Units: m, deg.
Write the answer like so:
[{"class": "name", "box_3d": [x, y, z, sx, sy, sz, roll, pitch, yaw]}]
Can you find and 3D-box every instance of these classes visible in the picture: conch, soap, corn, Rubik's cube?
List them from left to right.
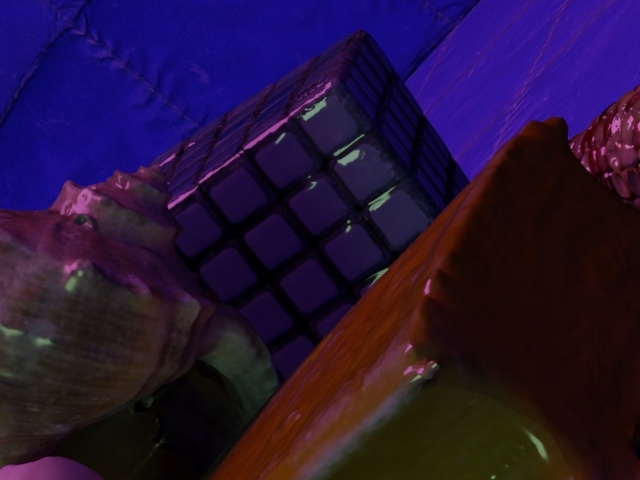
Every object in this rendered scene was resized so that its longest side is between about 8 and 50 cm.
[{"class": "conch", "box_3d": [-0.176, 0.101, 1.290, 0.352, 0.297, 0.210, -50, 35, 25]}, {"class": "Rubik's cube", "box_3d": [0.000, 0.000, 1.553, 0.237, 0.238, 0.237, -34, 13, 12]}, {"class": "soap", "box_3d": [0.052, 0.119, 1.084, 0.335, 0.156, 0.293, -49, 6, 37]}, {"class": "corn", "box_3d": [0.172, -0.014, 1.241, 0.098, 0.098, 0.290, -55, 8, -35]}]

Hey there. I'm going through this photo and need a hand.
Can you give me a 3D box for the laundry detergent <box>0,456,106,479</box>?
[{"class": "laundry detergent", "box_3d": [-0.143, 0.294, 1.094, 0.088, 0.159, 0.335, -15, 50, 7]}]
